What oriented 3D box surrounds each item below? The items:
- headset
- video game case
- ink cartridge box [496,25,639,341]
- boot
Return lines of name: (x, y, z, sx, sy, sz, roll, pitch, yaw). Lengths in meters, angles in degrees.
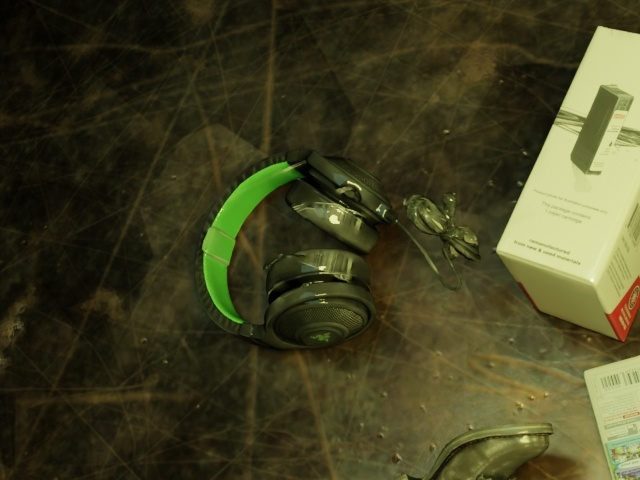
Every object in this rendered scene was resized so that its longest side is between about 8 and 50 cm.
headset: (0.000, 0.000, 1.367, 0.394, 0.185, 0.243, 1, 69, 36)
video game case: (0.397, 0.198, 1.207, 0.212, 0.023, 0.193, -18, 63, 15)
ink cartridge box: (0.310, -0.059, 1.251, 0.114, 0.197, 0.273, 21, 78, 29)
boot: (0.168, 0.326, 1.197, 0.263, 0.091, 0.229, -41, 55, 34)
